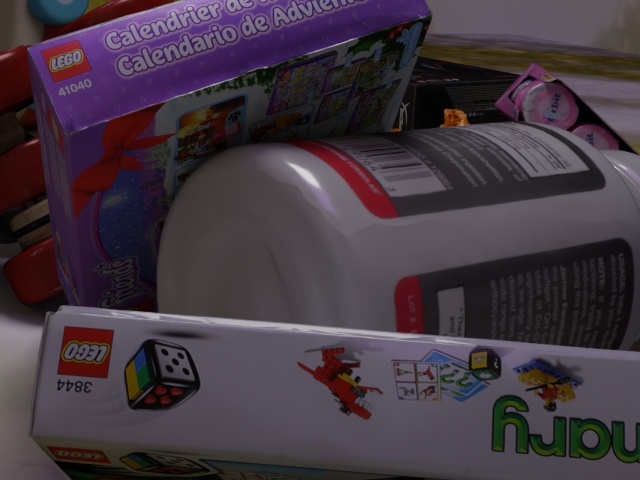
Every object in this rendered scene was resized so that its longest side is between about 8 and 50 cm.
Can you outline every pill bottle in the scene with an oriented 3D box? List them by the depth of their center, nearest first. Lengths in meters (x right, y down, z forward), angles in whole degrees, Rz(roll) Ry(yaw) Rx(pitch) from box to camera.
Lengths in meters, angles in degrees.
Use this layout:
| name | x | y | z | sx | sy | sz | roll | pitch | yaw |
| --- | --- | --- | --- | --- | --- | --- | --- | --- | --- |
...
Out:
| name | x | y | z | sx | sy | sz | roll | pitch | yaw |
| --- | --- | --- | --- | --- | --- | --- | --- | --- | --- |
| pill bottle | 0.079 | 0.021 | 0.762 | 0.318 | 0.176 | 0.176 | -8 | 18 | -40 |

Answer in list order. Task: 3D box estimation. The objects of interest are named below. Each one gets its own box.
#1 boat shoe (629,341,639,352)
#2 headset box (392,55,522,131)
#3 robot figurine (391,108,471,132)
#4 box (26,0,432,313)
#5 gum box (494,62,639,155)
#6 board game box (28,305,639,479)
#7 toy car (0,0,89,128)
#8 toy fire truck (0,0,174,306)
| name | x | y | z | sx | sy | sz | roll | pitch | yaw |
| --- | --- | --- | --- | --- | --- | --- | --- | --- | --- |
| boat shoe | 0.202 | 0.009 | 1.021 | 0.105 | 0.089 | 0.285 | -3 | 15 | -25 |
| headset box | 0.104 | -0.177 | 1.704 | 0.218 | 0.110 | 0.293 | -7 | 18 | -36 |
| robot figurine | 0.137 | -0.080 | 1.375 | 0.211 | 0.085 | 0.291 | -1 | 15 | -15 |
| box | -0.060 | -0.045 | 0.774 | 0.201 | 0.057 | 0.293 | -21 | -20 | -17 |
| gum box | 0.263 | -0.096 | 1.308 | 0.188 | 0.062 | 0.107 | 41 | 8 | -12 |
| board game box | 0.055 | 0.091 | 0.525 | 0.305 | 0.053 | 0.193 | 4 | -22 | 3 |
| toy car | -0.319 | -0.239 | 1.707 | 0.238 | 0.210 | 0.219 | 9 | -4 | -39 |
| toy fire truck | -0.212 | -0.057 | 1.028 | 0.302 | 0.169 | 0.254 | -33 | 7 | -35 |
